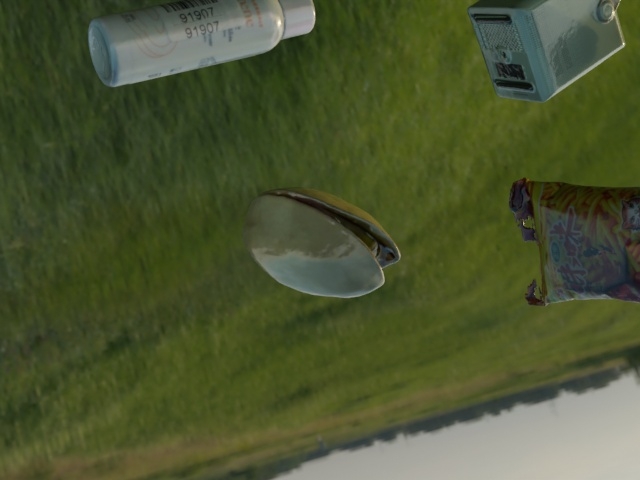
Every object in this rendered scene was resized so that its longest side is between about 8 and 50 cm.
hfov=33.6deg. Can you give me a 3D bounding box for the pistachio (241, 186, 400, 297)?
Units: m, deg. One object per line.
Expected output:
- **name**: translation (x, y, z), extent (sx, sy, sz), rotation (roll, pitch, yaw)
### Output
- **pistachio**: translation (0.000, 0.000, 1.981), extent (0.318, 0.214, 0.193), rotation (14, -129, 31)

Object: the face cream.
- **face cream**: translation (-0.129, -0.243, 1.224), extent (0.269, 0.082, 0.082), rotation (-19, 171, -26)

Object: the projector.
- **projector**: translation (0.392, -0.366, 1.790), extent (0.242, 0.177, 0.163), rotation (-36, -152, -22)

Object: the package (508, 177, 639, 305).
- **package**: translation (0.441, 0.010, 1.640), extent (0.288, 0.223, 0.108), rotation (7, -156, 38)
